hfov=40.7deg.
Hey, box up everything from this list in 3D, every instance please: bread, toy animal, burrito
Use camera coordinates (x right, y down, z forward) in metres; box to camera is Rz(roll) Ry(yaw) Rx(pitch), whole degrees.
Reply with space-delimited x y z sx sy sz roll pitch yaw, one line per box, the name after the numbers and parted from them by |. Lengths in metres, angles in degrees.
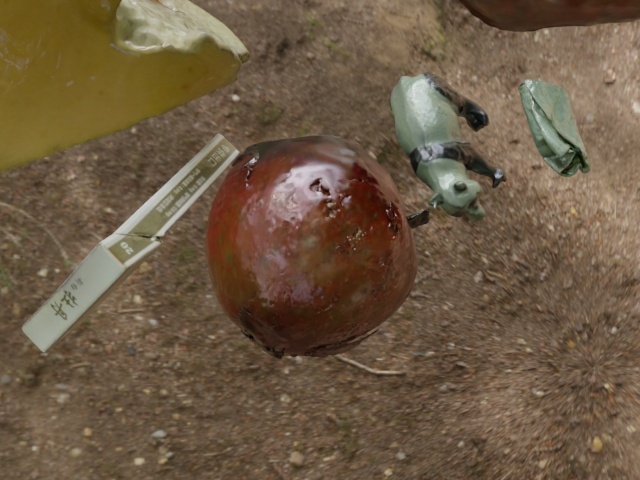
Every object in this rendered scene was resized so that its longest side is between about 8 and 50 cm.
-0.188 -0.192 0.647 0.224 0.183 0.211 -14 115 3 | bread
0.157 -0.118 1.093 0.094 0.121 0.225 -32 59 37 | toy animal
0.268 -0.127 0.992 0.044 0.074 0.118 -32 61 48 | burrito

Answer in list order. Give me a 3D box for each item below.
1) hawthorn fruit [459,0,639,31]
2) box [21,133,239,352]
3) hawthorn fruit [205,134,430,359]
0.125 -0.222 0.438 0.181 0.235 0.181 -17 42 16 | hawthorn fruit
-0.134 -0.004 0.642 0.029 0.198 0.109 44 122 -9 | box
-0.017 0.002 1.180 0.316 0.316 0.316 -3 81 17 | hawthorn fruit
